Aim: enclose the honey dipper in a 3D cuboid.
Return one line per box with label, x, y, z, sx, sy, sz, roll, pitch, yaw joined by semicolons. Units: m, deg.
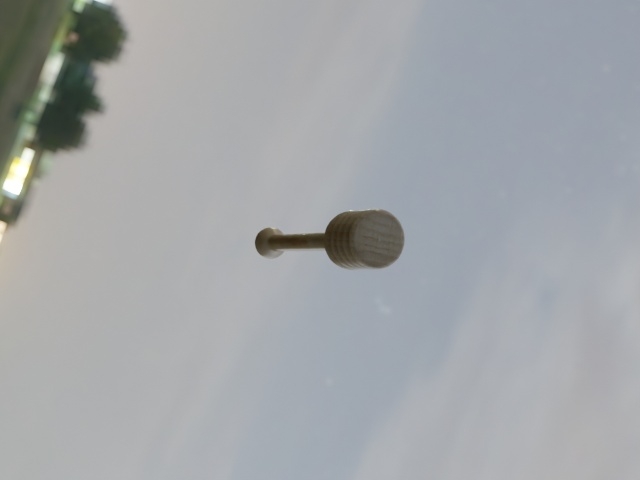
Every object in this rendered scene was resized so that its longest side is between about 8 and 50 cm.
honey dipper;0.000;0.000;1.009;0.160;0.030;0.030;-1;-112;70
